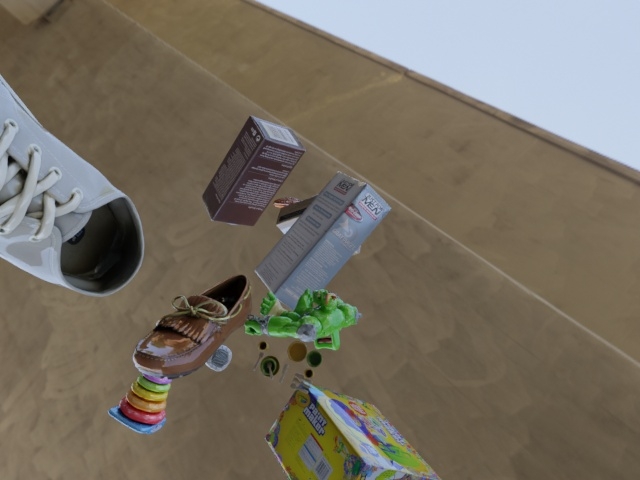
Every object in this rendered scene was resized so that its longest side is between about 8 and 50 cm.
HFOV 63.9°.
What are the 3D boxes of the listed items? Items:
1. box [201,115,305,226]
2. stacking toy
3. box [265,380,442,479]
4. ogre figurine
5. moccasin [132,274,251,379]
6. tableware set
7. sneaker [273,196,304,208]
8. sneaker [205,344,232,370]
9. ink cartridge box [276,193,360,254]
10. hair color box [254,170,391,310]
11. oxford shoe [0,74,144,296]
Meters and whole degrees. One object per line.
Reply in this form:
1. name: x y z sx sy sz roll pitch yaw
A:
1. box: -0.243 -0.234 1.820 0.381 0.191 0.143 -52 -128 27
2. stacking toy: -0.585 0.500 1.798 0.165 0.175 0.302 24 -90 13
3. box: 0.072 0.515 1.209 0.177 0.279 0.290 -57 -143 3
4. ogre figurine: -0.015 0.126 0.848 0.118 0.197 0.097 8 -97 39
5. moccasin: -0.255 0.171 1.106 0.139 0.380 0.147 19 -69 21
6. tableware set: -0.076 0.271 1.158 0.154 0.024 0.104 19 -104 22
7. sneaker: -0.078 -0.109 1.778 0.174 0.068 0.064 8 -153 -4
8. sneaker: -0.362 0.292 1.449 0.115 0.232 0.090 9 -122 43
9. ink cartridge box: -0.001 -0.032 1.712 0.193 0.235 0.088 -19 -140 30
10. hair color box: 0.000 0.000 1.404 0.375 0.113 0.185 -50 -151 -1
11. oxford shoe: -0.318 -0.063 0.509 0.130 0.449 0.169 26 -106 25
